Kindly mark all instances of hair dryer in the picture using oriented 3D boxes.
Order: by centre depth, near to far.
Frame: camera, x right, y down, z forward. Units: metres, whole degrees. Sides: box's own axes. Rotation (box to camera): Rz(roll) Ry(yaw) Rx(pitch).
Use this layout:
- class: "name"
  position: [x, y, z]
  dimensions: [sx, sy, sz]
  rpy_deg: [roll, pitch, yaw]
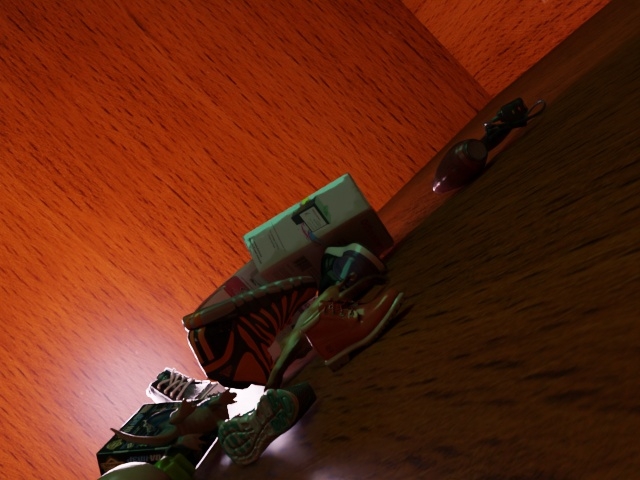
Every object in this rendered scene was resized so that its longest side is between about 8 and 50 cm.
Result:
- class: "hair dryer"
  position: [0.350, -0.188, 1.798]
  dimensions: [0.293, 0.080, 0.224]
  rpy_deg: [-37, -12, 25]

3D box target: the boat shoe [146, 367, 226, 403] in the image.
- class: "boat shoe"
  position: [-0.371, 0.407, 2.257]
  dimensions: [0.127, 0.158, 0.340]
  rpy_deg: [-45, 1, -34]

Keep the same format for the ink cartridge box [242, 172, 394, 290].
- class: "ink cartridge box"
  position: [0.000, 0.000, 1.891]
  dimensions: [0.278, 0.117, 0.201]
  rpy_deg: [-31, -30, 5]

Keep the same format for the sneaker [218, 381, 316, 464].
- class: "sneaker"
  position: [-0.063, 0.228, 1.068]
  dimensions: [0.166, 0.065, 0.076]
  rpy_deg: [-39, -12, 38]

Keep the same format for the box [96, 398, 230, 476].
- class: "box"
  position: [-0.281, 0.357, 1.556]
  dimensions: [0.175, 0.051, 0.220]
  rpy_deg: [-7, 11, 12]

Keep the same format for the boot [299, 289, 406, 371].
- class: "boot"
  position: [0.040, 0.101, 1.120]
  dimensions: [0.158, 0.084, 0.059]
  rpy_deg: [-41, 1, 28]

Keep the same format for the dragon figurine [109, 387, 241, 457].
- class: "dragon figurine"
  position: [-0.219, 0.302, 1.359]
  dimensions: [0.289, 0.085, 0.144]
  rpy_deg: [-15, -13, -45]

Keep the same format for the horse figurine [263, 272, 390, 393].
- class: "horse figurine"
  position: [0.001, 0.141, 1.469]
  dimensions: [0.263, 0.066, 0.174]
  rpy_deg: [-46, -5, 16]

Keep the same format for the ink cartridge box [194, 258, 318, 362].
- class: "ink cartridge box"
  position: [-0.136, 0.156, 1.985]
  dimensions: [0.117, 0.207, 0.283]
  rpy_deg: [-42, 2, 27]

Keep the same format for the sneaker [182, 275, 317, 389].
- class: "sneaker"
  position: [-0.112, 0.183, 1.617]
  dimensions: [0.321, 0.180, 0.125]
  rpy_deg: [-20, 0, -42]

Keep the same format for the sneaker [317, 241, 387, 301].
- class: "sneaker"
  position: [0.029, 0.083, 1.725]
  dimensions: [0.124, 0.107, 0.283]
  rpy_deg: [-50, 3, -15]

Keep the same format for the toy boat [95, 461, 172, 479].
- class: "toy boat"
  position: [-0.303, 0.408, 1.053]
  dimensions: [0.267, 0.148, 0.318]
  rpy_deg: [-39, -6, 2]

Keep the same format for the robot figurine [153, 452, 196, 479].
- class: "robot figurine"
  position: [-0.240, 0.374, 1.288]
  dimensions: [0.115, 0.067, 0.101]
  rpy_deg: [-44, 5, 19]
